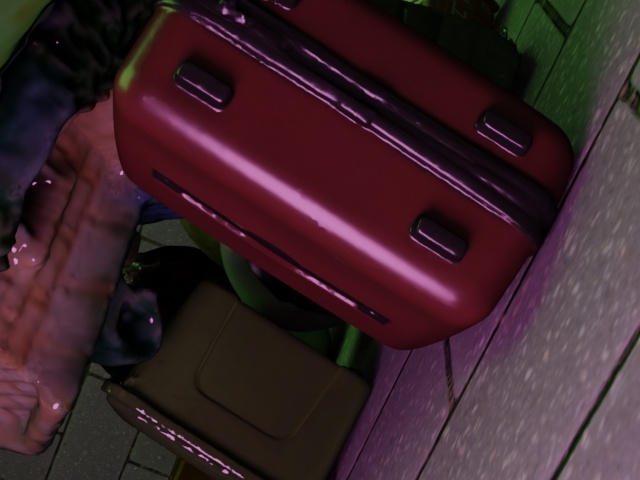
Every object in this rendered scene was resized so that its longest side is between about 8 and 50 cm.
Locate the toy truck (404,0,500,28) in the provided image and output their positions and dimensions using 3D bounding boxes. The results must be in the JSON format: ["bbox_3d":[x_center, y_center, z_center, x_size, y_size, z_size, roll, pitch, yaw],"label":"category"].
[{"bbox_3d":[0.051,-0.217,1.345,0.305,0.136,0.162,-19,46,38],"label":"toy truck"}]

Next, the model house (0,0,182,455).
[{"bbox_3d":[-0.241,-0.055,1.026,0.400,0.395,0.445,54,-139,-41],"label":"model house"}]

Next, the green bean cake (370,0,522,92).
[{"bbox_3d":[0.072,-0.160,1.077,0.227,0.223,0.124,-117,39,-82],"label":"green bean cake"}]

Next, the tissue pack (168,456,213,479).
[{"bbox_3d":[-0.132,0.321,1.578,0.274,0.145,0.194,-76,11,-68],"label":"tissue pack"}]

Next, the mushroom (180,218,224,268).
[{"bbox_3d":[-0.059,-0.006,1.537,0.217,0.212,0.292,-36,-25,13],"label":"mushroom"}]

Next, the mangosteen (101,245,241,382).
[{"bbox_3d":[-0.247,0.085,1.618,0.235,0.261,0.235,-33,7,5],"label":"mangosteen"}]

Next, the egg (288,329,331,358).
[{"bbox_3d":[-0.061,0.147,1.540,0.192,0.149,0.149,108,-177,-69],"label":"egg"}]

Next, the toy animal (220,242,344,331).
[{"bbox_3d":[-0.004,-0.009,1.278,0.212,0.213,0.267,-69,11,-17],"label":"toy animal"}]

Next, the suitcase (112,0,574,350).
[{"bbox_3d":[0.005,-0.059,0.787,0.161,0.297,0.236,-58,1,-13],"label":"suitcase"}]

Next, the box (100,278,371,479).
[{"bbox_3d":[-0.090,0.169,1.212,0.177,0.253,0.329,-59,3,-13],"label":"box"}]
